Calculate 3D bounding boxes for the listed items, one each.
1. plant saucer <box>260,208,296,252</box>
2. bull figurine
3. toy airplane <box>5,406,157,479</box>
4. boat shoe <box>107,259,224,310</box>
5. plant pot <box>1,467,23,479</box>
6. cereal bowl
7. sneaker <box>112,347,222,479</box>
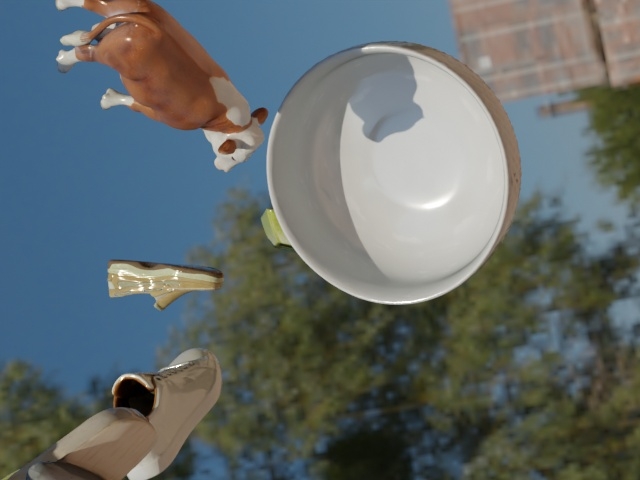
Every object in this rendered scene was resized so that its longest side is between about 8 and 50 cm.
[{"bbox_3d":[0.000,0.000,2.417,0.188,0.188,0.045,141,141,-84],"label":"plant saucer"},{"bbox_3d":[-0.188,-0.192,1.879,0.310,0.188,0.101,54,-129,-54],"label":"bull figurine"},{"bbox_3d":[-0.336,0.334,1.402,0.384,0.386,0.272,-14,-129,-47],"label":"toy airplane"},{"bbox_3d":[-0.232,0.070,2.378,0.068,0.190,0.072,5,-91,-65],"label":"boat shoe"},{"bbox_3d":[-0.437,0.526,2.548,0.254,0.276,0.276,121,150,-58],"label":"plant pot"},{"bbox_3d":[0.106,-0.096,2.049,0.141,0.339,0.339,-33,-68,-61],"label":"cereal bowl"},{"bbox_3d":[-0.226,0.215,2.298,0.123,0.106,0.290,63,-156,-20],"label":"sneaker"}]
